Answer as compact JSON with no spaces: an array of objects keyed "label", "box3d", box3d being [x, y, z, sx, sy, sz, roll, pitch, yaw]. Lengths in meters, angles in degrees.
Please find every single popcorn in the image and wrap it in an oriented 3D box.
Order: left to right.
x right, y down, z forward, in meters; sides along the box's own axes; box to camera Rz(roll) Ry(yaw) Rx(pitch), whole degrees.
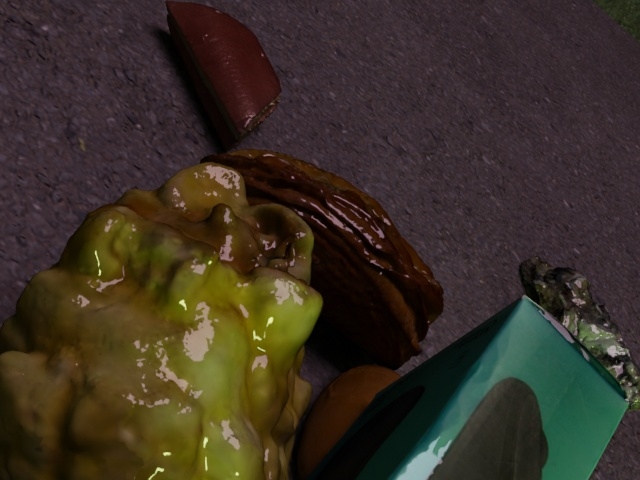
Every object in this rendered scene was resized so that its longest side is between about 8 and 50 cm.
[{"label":"popcorn","box3d":[-0.105,0.082,0.749,0.215,0.252,0.286,4,29,8]}]

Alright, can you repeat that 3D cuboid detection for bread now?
[{"label":"bread","box3d":[-0.092,-0.179,1.201,0.119,0.067,0.192,2,53,-51]},{"label":"bread","box3d":[0.046,0.169,0.971,0.114,0.077,0.189,51,28,-2]}]

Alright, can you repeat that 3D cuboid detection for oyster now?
[{"label":"oyster","box3d":[0.330,0.113,1.409,0.199,0.087,0.252,46,18,-3]}]

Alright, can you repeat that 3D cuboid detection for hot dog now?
[{"label":"hot dog","box3d":[0.000,0.000,1.051,0.272,0.122,0.196,42,6,-9]}]

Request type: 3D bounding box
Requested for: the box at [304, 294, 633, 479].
[{"label":"box","box3d":[0.058,0.193,0.762,0.118,0.205,0.311,49,47,-2]}]
